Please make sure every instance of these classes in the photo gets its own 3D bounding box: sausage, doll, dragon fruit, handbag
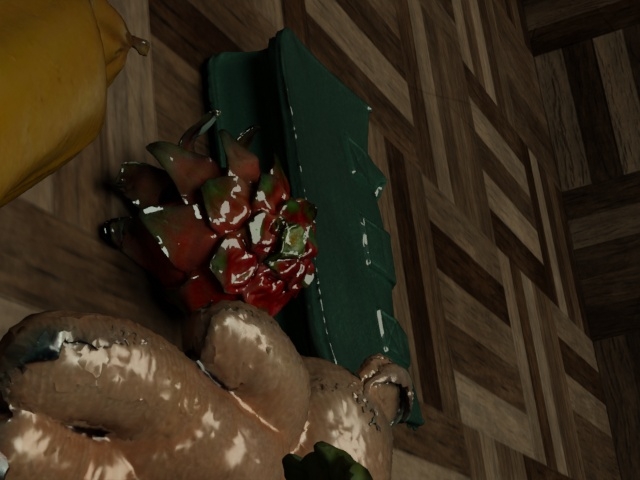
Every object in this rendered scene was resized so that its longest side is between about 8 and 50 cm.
[{"bbox_3d":[-0.172,-0.075,0.613,0.328,0.112,0.112,-56,127,-64],"label":"sausage"},{"bbox_3d":[-0.087,0.115,0.693,0.303,0.156,0.201,30,90,-42],"label":"doll"},{"bbox_3d":[-0.069,-0.006,0.815,0.142,0.121,0.130,53,10,12],"label":"dragon fruit"},{"bbox_3d":[-0.001,0.000,1.021,0.238,0.089,0.326,31,46,-62],"label":"handbag"}]

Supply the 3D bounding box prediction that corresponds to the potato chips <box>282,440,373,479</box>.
[{"bbox_3d":[0.037,0.311,0.540,0.373,0.097,0.389,52,-37,35],"label":"potato chips"}]
